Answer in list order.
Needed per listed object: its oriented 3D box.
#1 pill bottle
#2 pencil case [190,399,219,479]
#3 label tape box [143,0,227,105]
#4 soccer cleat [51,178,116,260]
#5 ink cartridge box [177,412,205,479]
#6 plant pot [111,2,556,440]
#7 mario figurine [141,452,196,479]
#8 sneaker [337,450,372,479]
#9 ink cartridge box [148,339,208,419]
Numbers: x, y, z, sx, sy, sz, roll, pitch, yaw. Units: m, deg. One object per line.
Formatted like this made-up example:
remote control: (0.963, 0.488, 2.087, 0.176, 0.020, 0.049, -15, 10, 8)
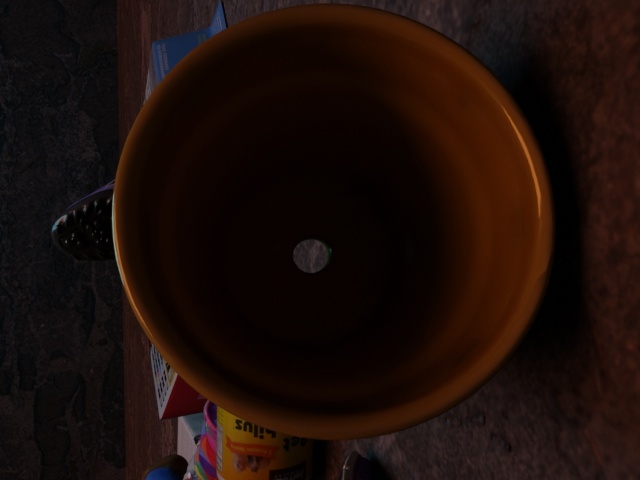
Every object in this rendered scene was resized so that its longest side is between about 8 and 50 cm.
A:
pill bottle: (-0.064, 0.220, 0.797, 0.117, 0.117, 0.215, -152, 62, -64)
pencil case: (-0.130, 0.283, 0.968, 0.236, 0.104, 0.104, 114, 146, -50)
label tape box: (-0.243, -0.226, 1.203, 0.334, 0.105, 0.241, 125, 137, -56)
soccer cleat: (-0.230, -0.075, 0.962, 0.109, 0.318, 0.116, 63, 179, -37)
ink cartridge box: (-0.224, 0.492, 1.288, 0.239, 0.060, 0.275, -150, 61, -61)
plant pot: (0.000, 0.000, 0.489, 0.239, 0.253, 0.254, 127, 138, -80)
mario figurine: (-0.170, 0.466, 1.069, 0.320, 0.170, 0.198, 19, 147, 56)
sneaker: (0.048, 0.267, 0.610, 0.170, 0.071, 0.068, -100, 20, -62)
ink cartridge box: (-0.181, 0.159, 1.059, 0.309, 0.130, 0.272, 118, 142, -50)
